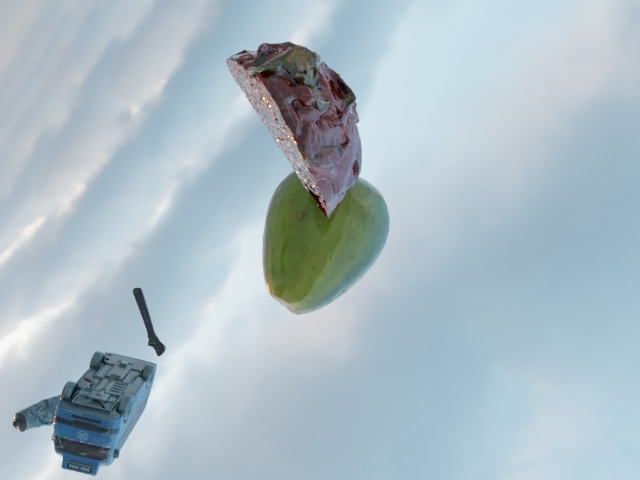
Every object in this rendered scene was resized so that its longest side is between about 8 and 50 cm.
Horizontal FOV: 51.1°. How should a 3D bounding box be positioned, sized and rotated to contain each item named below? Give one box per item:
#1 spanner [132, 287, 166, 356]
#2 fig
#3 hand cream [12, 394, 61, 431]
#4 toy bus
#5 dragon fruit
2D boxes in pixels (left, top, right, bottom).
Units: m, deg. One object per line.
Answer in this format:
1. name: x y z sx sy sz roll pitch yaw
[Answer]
1. spanner: -0.460 0.220 1.794 0.046 0.209 0.012 -11 -162 7
2. fig: 0.000 0.000 1.373 0.258 0.258 0.327 -10 -128 50
3. hand cream: -0.695 0.446 1.769 0.052 0.247 0.075 -38 -106 31
4. toy bus: -0.375 0.291 1.177 0.246 0.113 0.134 -88 -168 -78
5. dragon fruit: -0.009 -0.211 1.048 0.152 0.317 0.205 -32 178 -5
